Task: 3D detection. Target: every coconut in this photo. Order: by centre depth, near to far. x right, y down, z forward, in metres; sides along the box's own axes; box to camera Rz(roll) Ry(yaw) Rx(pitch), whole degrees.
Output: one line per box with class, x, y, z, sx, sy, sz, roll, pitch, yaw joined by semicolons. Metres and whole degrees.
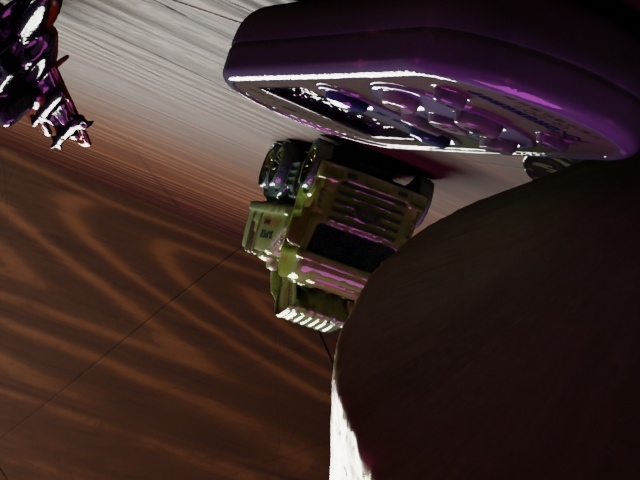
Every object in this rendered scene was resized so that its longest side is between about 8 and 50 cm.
coconut;0.139;0.093;0.672;0.328;0.329;0.329;20;176;1

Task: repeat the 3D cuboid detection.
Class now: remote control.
remote control;0.036;-0.062;0.640;0.087;0.047;0.244;18;177;-24

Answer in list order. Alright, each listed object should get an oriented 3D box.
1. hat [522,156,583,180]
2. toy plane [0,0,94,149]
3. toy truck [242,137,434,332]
hat;0.148;-0.004;0.841;0.121;0.050;0.121;22;178;1
toy plane;-0.167;-0.105;0.957;0.130;0.061;0.189;50;170;-4
toy truck;0.000;0.000;1.177;0.085;0.116;0.191;19;177;-15
